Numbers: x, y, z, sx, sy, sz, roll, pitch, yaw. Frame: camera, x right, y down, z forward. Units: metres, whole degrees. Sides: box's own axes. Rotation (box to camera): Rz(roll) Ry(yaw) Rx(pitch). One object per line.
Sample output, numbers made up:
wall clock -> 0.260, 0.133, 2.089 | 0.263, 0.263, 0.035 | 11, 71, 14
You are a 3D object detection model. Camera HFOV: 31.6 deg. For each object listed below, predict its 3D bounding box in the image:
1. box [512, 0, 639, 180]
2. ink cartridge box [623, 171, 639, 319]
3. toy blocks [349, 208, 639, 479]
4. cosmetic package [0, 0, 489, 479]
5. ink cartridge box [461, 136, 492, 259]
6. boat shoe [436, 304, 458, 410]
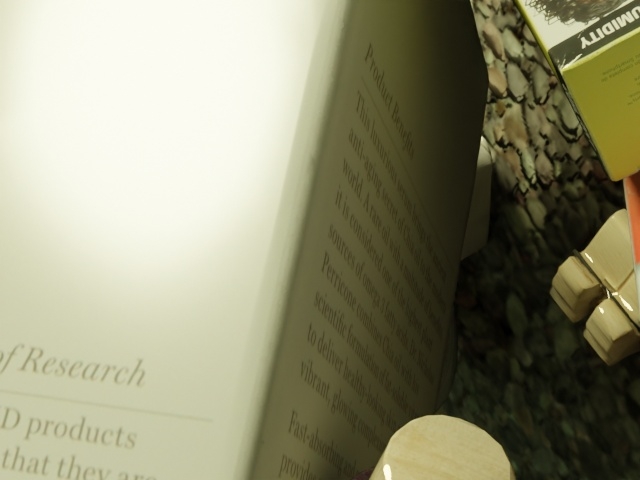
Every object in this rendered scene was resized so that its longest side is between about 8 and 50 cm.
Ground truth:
box -> 0.100, -0.129, 0.427 | 0.058, 0.087, 0.232 | 52, -162, -40
ink cartridge box -> 0.177, -0.022, 0.333 | 0.179, 0.045, 0.145 | -32, 35, 36
toy blocks -> 0.142, 0.186, 0.432 | 0.309, 0.288, 0.260 | 53, 146, 27
cosmetic package -> -0.056, 0.071, 0.443 | 0.230, 0.161, 0.454 | 55, -136, -62
ink cartridge box -> -0.027, -0.022, 0.688 | 0.160, 0.219, 0.093 | 52, 163, 34
boat shoe -> 0.000, 0.000, 0.802 | 0.119, 0.121, 0.335 | 82, 164, -55
